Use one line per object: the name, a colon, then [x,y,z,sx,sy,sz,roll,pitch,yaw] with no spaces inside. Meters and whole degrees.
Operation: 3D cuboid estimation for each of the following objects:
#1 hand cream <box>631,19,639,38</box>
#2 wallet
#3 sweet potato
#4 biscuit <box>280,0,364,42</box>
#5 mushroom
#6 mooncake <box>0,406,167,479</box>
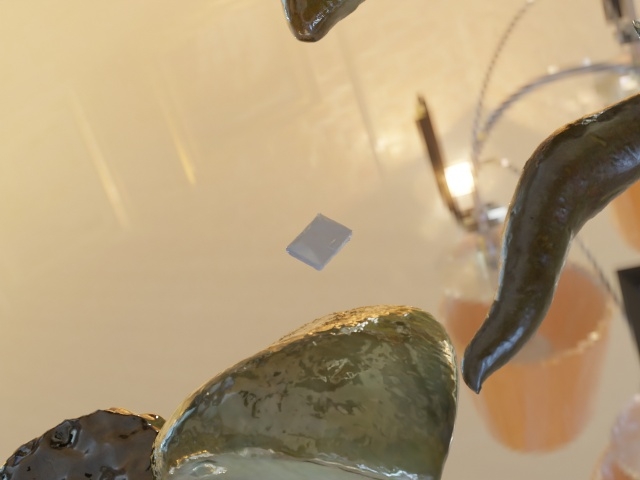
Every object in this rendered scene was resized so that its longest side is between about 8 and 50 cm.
hand cream: [0.306,-0.124,1.412,0.057,0.037,0.165,13,-139,-31]
wallet: [0.000,0.000,1.705,0.044,0.011,0.083,30,-145,10]
sweet potato: [0.147,-0.018,1.048,0.069,0.059,0.249,33,-105,21]
biscuit: [0.055,-0.238,1.239,0.208,0.047,0.164,-22,-124,2]
mushroom: [-0.027,0.140,1.460,0.212,0.292,0.217,19,-123,-15]
mooncake: [-0.226,0.308,1.701,0.290,0.161,0.290,-13,-136,13]
